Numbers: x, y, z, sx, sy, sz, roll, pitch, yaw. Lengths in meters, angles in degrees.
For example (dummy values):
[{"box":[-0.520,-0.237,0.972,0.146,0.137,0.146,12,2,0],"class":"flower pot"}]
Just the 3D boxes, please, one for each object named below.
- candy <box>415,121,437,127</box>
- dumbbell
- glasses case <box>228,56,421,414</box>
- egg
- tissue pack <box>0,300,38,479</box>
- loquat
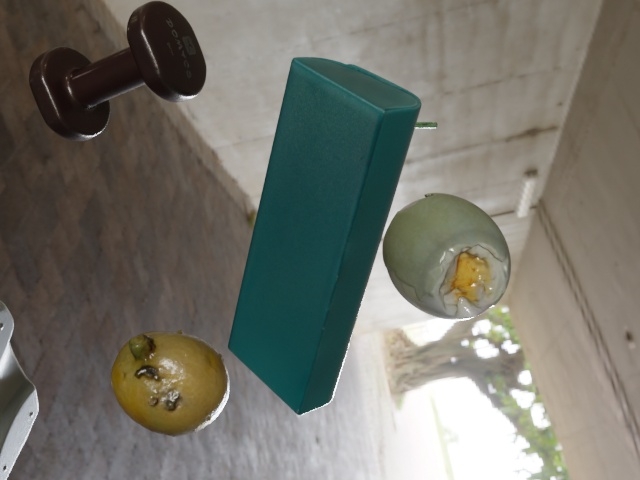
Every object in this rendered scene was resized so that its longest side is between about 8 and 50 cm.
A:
[{"box":[0.071,-0.169,1.276,0.073,0.262,0.077,29,-63,48],"class":"candy"},{"box":[-0.281,-0.232,1.202,0.124,0.225,0.140,-42,114,-61],"class":"dumbbell"},{"box":[-0.001,-0.001,0.765,0.117,0.070,0.301,37,-54,35],"class":"glasses case"},{"box":[0.186,0.018,1.329,0.217,0.183,0.183,-122,-165,-63],"class":"egg"},{"box":[-0.588,0.224,1.308,0.229,0.236,0.333,-75,171,-46],"class":"tissue pack"},{"box":[-0.222,0.199,1.253,0.149,0.172,0.204,-57,146,-21],"class":"loquat"}]
